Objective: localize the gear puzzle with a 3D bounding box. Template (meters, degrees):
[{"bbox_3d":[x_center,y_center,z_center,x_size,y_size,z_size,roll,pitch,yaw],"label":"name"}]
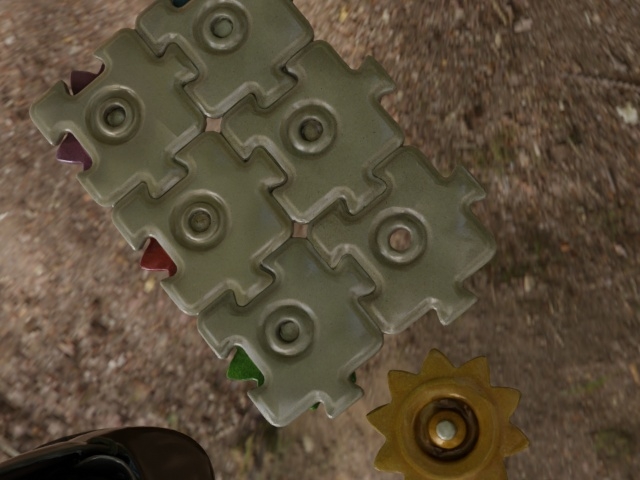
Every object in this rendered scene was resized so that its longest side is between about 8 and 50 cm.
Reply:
[{"bbox_3d":[0.000,0.000,0.771,0.175,0.044,0.339,-40,78,2],"label":"gear puzzle"}]

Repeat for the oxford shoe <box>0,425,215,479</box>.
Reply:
[{"bbox_3d":[-0.085,0.108,0.495,0.096,0.227,0.083,-32,86,22],"label":"oxford shoe"}]
